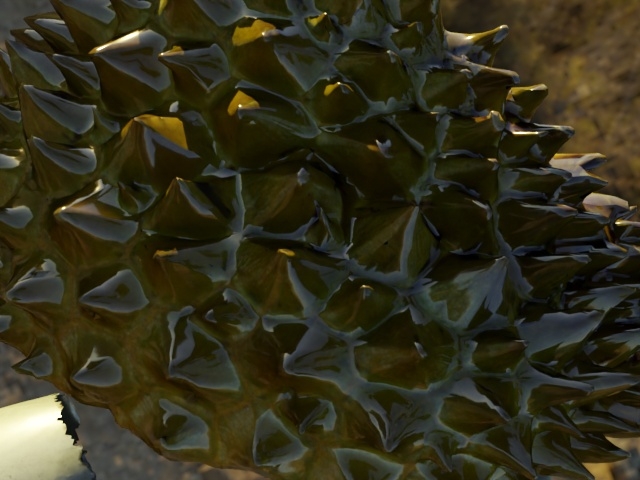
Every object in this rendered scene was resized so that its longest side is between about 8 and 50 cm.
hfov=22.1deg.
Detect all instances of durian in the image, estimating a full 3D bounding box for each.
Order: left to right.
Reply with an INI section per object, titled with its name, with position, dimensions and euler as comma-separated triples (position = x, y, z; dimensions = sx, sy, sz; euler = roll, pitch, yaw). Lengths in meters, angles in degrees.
[durian]
position = 0.000, 0.000, 0.531
dimensions = 0.166, 0.306, 0.172
euler = 60, 51, -69

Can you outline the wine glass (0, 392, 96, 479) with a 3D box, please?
[wine glass]
position = -0.202, 0.166, 0.739
dimensions = 0.126, 0.241, 0.126
euler = 63, -7, 14
